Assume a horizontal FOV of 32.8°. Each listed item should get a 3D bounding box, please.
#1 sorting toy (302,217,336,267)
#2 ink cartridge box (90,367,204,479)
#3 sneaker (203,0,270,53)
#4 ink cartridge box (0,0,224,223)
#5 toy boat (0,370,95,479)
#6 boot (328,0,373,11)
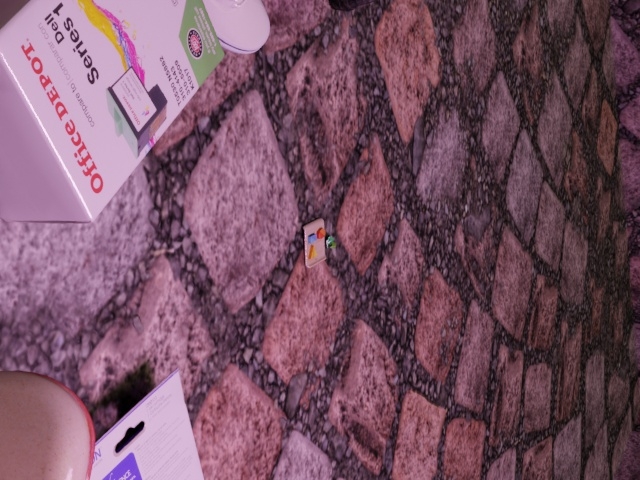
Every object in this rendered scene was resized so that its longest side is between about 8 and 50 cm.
[{"bbox_3d":[0.000,0.000,1.574,0.083,0.012,0.062,-28,116,-58],"label":"sorting toy"},{"bbox_3d":[-0.203,0.275,1.184,0.206,0.045,0.208,-42,129,-53],"label":"ink cartridge box"},{"bbox_3d":[-0.119,-0.304,1.232,0.094,0.091,0.258,-58,139,-17],"label":"sneaker"},{"bbox_3d":[-0.228,-0.177,1.027,0.278,0.117,0.201,-60,141,-40],"label":"ink cartridge box"},{"bbox_3d":[-0.281,0.233,0.974,0.151,0.151,0.231,105,-6,-78],"label":"toy boat"},{"bbox_3d":[0.018,-0.410,1.322,0.348,0.131,0.260,-28,116,-62],"label":"boot"}]
